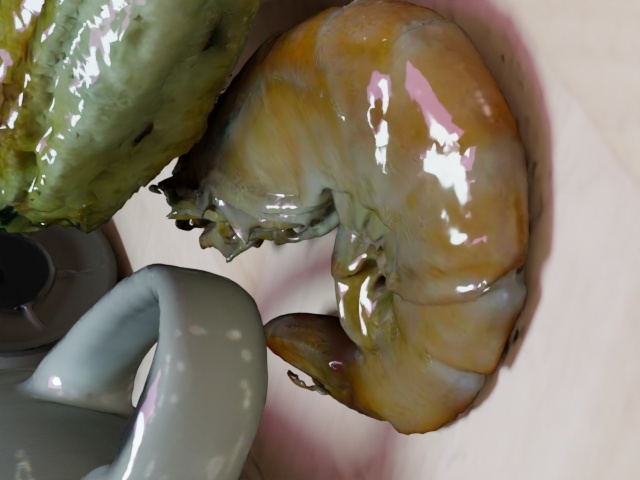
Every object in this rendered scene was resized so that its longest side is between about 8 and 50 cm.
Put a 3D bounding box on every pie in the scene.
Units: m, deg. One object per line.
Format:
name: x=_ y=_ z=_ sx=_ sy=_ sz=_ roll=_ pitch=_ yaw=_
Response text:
pie: x=-0.073 y=-0.136 z=0.687 sx=0.277 sy=0.079 sz=0.277 roll=-166 pitch=90 yaw=-69

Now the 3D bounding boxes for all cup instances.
cup: x=-0.085 y=0.116 z=0.706 sx=0.234 sy=0.186 sz=0.258 roll=-124 pitch=52 yaw=-63

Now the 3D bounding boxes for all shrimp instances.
shrimp: x=0.003 y=-0.002 z=0.647 sx=0.236 sy=0.053 sz=0.133 roll=-17 pitch=97 yaw=62

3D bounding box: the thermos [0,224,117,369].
thermos: x=-0.145 y=0.088 z=0.930 sx=0.137 sy=0.105 sz=0.193 roll=34 pitch=135 yaw=22
